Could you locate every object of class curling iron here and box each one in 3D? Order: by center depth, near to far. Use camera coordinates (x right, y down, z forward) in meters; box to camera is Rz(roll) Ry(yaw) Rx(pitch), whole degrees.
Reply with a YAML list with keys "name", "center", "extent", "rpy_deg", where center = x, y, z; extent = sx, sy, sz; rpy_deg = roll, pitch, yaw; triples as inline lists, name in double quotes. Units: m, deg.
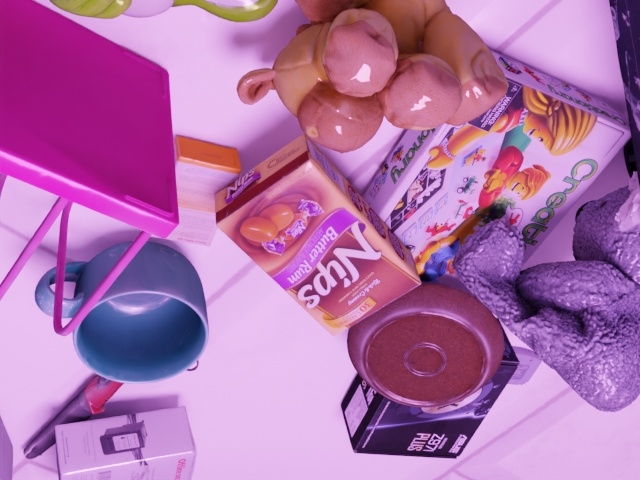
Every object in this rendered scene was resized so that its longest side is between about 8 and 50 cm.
- name: "curling iron"
  center: [-0.241, 0.180, 1.049]
  extent: [0.274, 0.035, 0.068]
  rpy_deg: [-36, 129, 17]

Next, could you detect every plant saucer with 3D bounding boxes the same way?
- name: "plant saucer"
  center: [0.111, 0.121, 0.987]
  extent: [0.168, 0.029, 0.168]
  rpy_deg: [3, 125, 5]

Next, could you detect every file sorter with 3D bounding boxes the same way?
- name: "file sorter"
  center: [-0.284, -0.075, 0.710]
  extent: [0.291, 0.202, 0.182]
  rpy_deg: [25, 124, -31]

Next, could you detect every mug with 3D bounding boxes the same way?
- name: "mug"
  center: [-0.185, 0.056, 0.914]
  extent: [0.129, 0.097, 0.157]
  rpy_deg: [-25, 131, 9]

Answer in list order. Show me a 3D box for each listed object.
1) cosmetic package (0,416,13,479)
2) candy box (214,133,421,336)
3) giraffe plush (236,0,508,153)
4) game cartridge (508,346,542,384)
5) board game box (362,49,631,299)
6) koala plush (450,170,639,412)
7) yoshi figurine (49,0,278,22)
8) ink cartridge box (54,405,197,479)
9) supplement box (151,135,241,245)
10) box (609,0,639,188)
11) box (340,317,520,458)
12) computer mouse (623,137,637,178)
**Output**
- name: "cosmetic package"
  center: [-0.487, 0.230, 0.834]
  extent: [0.329, 0.327, 0.393]
  rpy_deg: [-8, 132, -8]
- name: "candy box"
  center: [0.000, 0.000, 0.881]
  extent: [0.109, 0.053, 0.187]
  rpy_deg: [-33, 125, 17]
- name: "giraffe plush"
  center: [0.023, -0.146, 0.752]
  extent: [0.181, 0.210, 0.170]
  rpy_deg: [22, 138, -28]
- name: "game cartridge"
  center: [0.234, 0.157, 1.166]
  extent: [0.083, 0.017, 0.056]
  rpy_deg: [9, 131, -21]
- name: "board game box"
  center: [0.147, -0.036, 0.949]
  extent: [0.193, 0.053, 0.305]
  rpy_deg: [16, 125, -27]
- name: "koala plush"
  center: [0.289, 0.031, 0.905]
  extent: [0.221, 0.203, 0.196]
  rpy_deg: [-47, 135, 6]
- name: "yoshi figurine"
  center: [-0.172, -0.239, 0.603]
  extent: [0.362, 0.203, 0.203]
  rpy_deg: [9, 121, -25]
- name: "ink cartridge box"
  center: [-0.227, 0.252, 1.075]
  extent: [0.150, 0.063, 0.109]
  rpy_deg: [-6, 146, -18]
- name: "supplement box"
  center: [-0.121, -0.045, 0.883]
  extent: [0.062, 0.036, 0.098]
  rpy_deg: [11, 126, -23]
- name: "box"
  center: [0.415, -0.099, 0.572]
  extent: [0.297, 0.472, 0.480]
  rpy_deg: [-13, 101, -1]
- name: "box"
  center: [0.126, 0.175, 1.111]
  extent: [0.147, 0.077, 0.180]
  rpy_deg: [8, 127, -22]
- name: "computer mouse"
  center: [0.334, -0.143, 0.923]
  extent: [0.071, 0.041, 0.242]
  rpy_deg: [-7, 129, 14]
